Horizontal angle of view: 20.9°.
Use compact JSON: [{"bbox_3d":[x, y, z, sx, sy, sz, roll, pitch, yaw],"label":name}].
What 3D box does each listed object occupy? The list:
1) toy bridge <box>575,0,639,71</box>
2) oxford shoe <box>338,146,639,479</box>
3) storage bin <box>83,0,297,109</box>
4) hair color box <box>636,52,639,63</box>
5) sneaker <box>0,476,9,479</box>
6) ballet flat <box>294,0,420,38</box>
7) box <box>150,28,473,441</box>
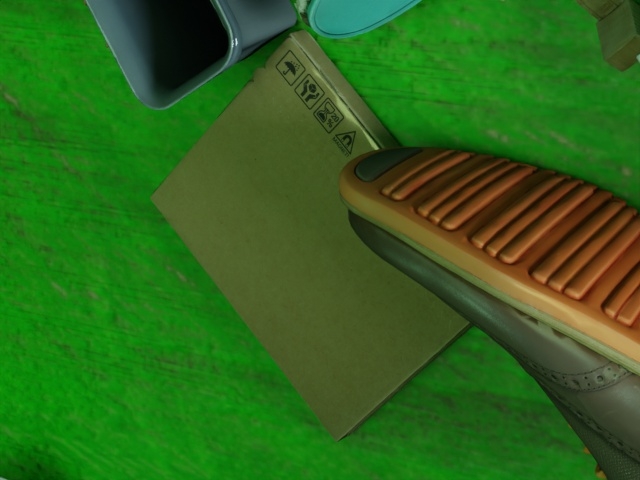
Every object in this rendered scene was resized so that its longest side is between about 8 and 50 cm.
[{"bbox_3d":[0.090,-0.150,0.874,0.026,0.188,0.063,-42,37,36],"label":"toy bridge"},{"bbox_3d":[0.152,0.070,0.913,0.363,0.130,0.133,32,126,23],"label":"oxford shoe"},{"bbox_3d":[-0.082,-0.153,1.024,0.098,0.091,0.135,-30,86,37],"label":"storage bin"},{"bbox_3d":[0.244,-0.052,0.854,0.093,0.053,0.167,-37,83,37],"label":"hair color box"},{"bbox_3d":[-0.182,0.337,1.240,0.366,0.135,0.150,60,148,5],"label":"sneaker"},{"bbox_3d":[0.073,-0.202,0.922,0.241,0.091,0.077,-38,51,32],"label":"ballet flat"},{"bbox_3d":[0.000,0.000,1.058,0.201,0.021,0.164,52,126,10],"label":"box"}]
